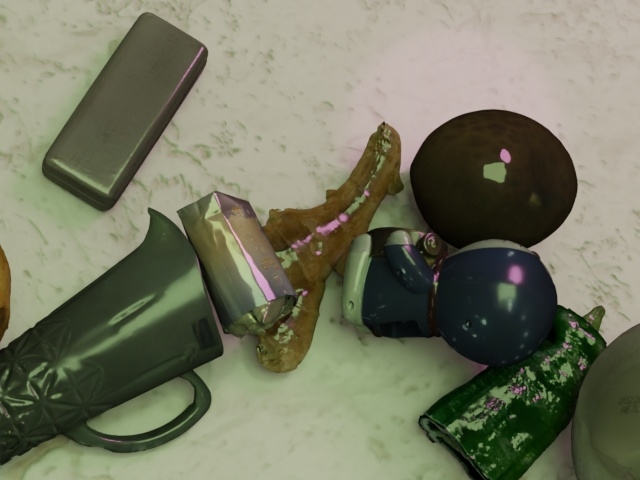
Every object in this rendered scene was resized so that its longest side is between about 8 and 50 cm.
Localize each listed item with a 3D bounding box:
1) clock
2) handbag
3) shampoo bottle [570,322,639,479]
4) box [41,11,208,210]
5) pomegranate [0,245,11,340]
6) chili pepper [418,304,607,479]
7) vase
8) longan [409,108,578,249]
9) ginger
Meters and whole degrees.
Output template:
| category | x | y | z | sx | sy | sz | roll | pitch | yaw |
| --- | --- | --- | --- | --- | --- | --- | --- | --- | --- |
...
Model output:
| category | x | y | z | sx | sy | sz | roll | pitch | yaw |
| --- | --- | --- | --- | --- | --- | --- | --- | --- | --- |
| clock | 0.159 | 0.067 | 1.659 | 0.243 | 0.199 | 0.147 | 8 | 69 | 20 |
| handbag | -0.093 | 0.034 | 1.593 | 0.095 | 0.117 | 0.173 | -30 | 76 | 15 |
| shampoo bottle | 0.464 | 0.237 | 1.616 | 0.317 | 0.322 | 0.322 | 13 | 68 | -32 |
| box | -0.236 | -0.159 | 1.712 | 0.103 | 0.055 | 0.244 | 31 | 67 | -3 |
| pomegranate | -0.457 | 0.055 | 1.487 | 0.260 | 0.260 | 0.260 | 4 | 71 | -13 |
| chili pepper | 0.258 | 0.176 | 1.709 | 0.136 | 0.099 | 0.270 | 43 | 70 | 14 |
| vase | -0.251 | 0.139 | 1.575 | 0.301 | 0.156 | 0.251 | -32 | 108 | -16 |
| longan | 0.209 | -0.071 | 1.728 | 0.212 | 0.198 | 0.198 | -17 | 76 | -44 |
| ginger | 0.000 | 0.000 | 1.705 | 0.148 | 0.081 | 0.334 | 39 | 71 | 1 |
